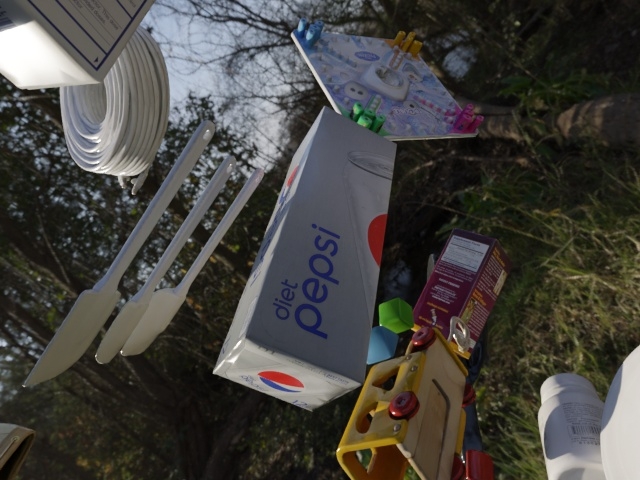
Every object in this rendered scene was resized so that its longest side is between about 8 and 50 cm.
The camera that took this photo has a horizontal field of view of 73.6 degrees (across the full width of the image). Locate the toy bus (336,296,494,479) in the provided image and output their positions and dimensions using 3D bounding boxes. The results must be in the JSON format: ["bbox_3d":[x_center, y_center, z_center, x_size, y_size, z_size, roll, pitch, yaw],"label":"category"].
[{"bbox_3d":[0.093,0.176,0.465,0.104,0.202,0.191,-28,57,34],"label":"toy bus"}]

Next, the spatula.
[{"bbox_3d":[-0.141,0.015,0.396,0.242,0.019,0.168,-57,-15,0],"label":"spatula"}]

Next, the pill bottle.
[{"bbox_3d":[0.472,0.355,0.779,0.131,0.131,0.229,-53,-2,29],"label":"pill bottle"}]

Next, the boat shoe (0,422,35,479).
[{"bbox_3d":[-0.240,0.191,0.292,0.050,0.045,0.135,110,162,-44],"label":"boat shoe"}]

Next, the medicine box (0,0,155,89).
[{"bbox_3d":[-0.312,-0.365,0.459,0.263,0.149,0.290,54,-132,-54],"label":"medicine box"}]

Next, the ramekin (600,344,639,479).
[{"bbox_3d":[0.493,0.256,0.529,0.273,0.127,0.273,16,-90,-85],"label":"ramekin"}]

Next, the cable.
[{"bbox_3d":[-0.355,-0.239,0.723,0.089,0.257,0.257,-12,-26,-51],"label":"cable"}]

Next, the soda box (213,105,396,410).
[{"bbox_3d":[0.000,0.000,0.412,0.091,0.098,0.286,-50,19,48],"label":"soda box"}]

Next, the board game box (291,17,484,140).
[{"bbox_3d":[0.171,-0.408,1.068,0.390,0.389,0.050,64,147,26],"label":"board game box"}]

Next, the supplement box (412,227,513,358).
[{"bbox_3d":[0.237,0.089,0.721,0.080,0.104,0.188,22,81,44],"label":"supplement box"}]

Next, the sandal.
[{"bbox_3d":[0.289,0.238,0.873,0.168,0.106,0.446,77,-171,-62],"label":"sandal"}]
